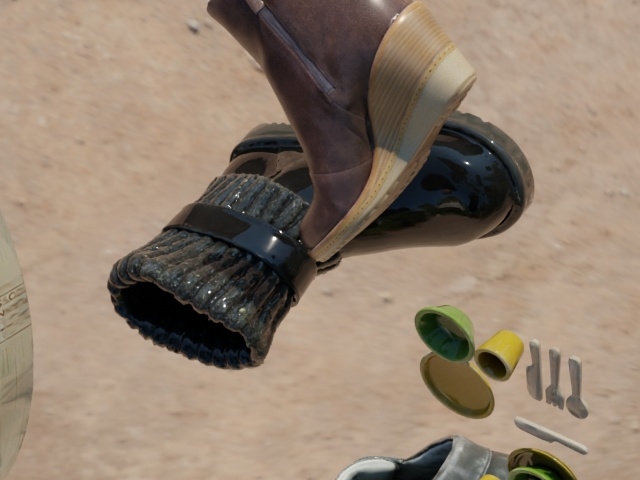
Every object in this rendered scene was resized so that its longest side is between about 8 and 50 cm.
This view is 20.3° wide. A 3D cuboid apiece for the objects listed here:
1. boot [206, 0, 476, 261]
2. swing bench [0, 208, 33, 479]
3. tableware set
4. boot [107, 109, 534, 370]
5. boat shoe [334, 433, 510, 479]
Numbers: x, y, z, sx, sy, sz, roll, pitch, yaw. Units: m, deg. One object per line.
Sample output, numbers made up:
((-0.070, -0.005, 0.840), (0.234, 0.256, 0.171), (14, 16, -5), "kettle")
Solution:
((-0.006, -0.121, 1.421), (0.207, 0.090, 0.248), (40, 130, 7), "boot")
((-0.259, 0.024, 0.560), (0.255, 0.253, 0.165), (31, 128, 18), "swing bench")
((0.093, 0.101, 0.960), (0.104, 0.154, 0.024), (23, 52, 29), "tableware set")
((0.001, 0.004, 1.641), (0.348, 0.260, 0.131), (-2, 122, 36), "boot")
((0.061, 0.216, 1.416), (0.119, 0.335, 0.121), (39, 53, -11), "boat shoe")
